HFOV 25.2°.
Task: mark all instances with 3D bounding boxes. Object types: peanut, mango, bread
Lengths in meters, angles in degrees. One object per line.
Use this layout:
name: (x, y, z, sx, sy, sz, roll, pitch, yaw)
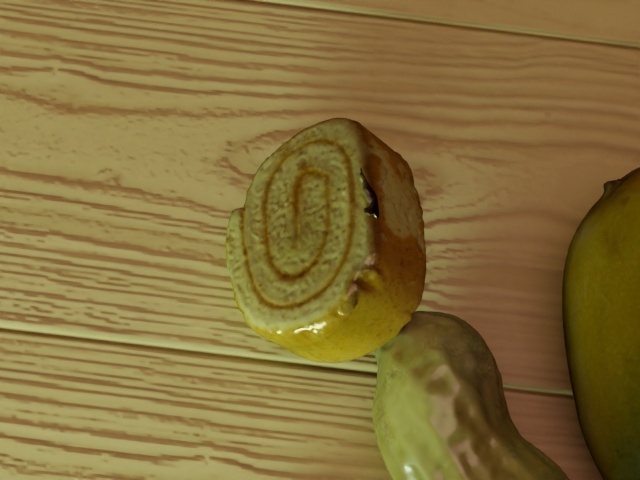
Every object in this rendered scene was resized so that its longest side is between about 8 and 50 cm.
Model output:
peanut: (0.093, 0.144, 0.880, 0.098, 0.090, 0.214, -34, 76, 34)
mango: (0.229, 0.073, 0.899, 0.156, 0.114, 0.251, 2, 88, -12)
bread: (0.000, 0.000, 0.900, 0.122, 0.073, 0.149, -24, 55, 26)
